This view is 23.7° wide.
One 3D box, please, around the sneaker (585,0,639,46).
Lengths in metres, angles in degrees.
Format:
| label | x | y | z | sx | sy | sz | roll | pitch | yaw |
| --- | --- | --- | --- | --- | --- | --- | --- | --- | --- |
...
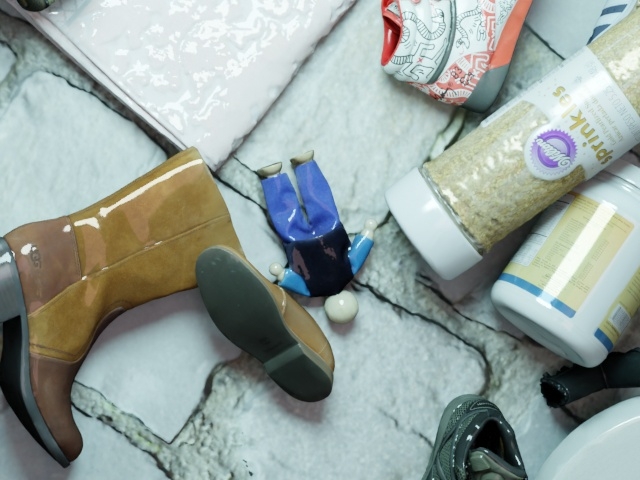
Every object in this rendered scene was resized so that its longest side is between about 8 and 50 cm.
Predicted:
| label | x | y | z | sx | sy | sz | roll | pitch | yaw |
| --- | --- | --- | --- | --- | --- | --- | --- | --- | --- |
| sneaker | 0.350 | -0.267 | 1.698 | 0.099 | 0.153 | 0.282 | 18 | 118 | -15 |

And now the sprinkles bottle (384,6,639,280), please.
| label | x | y | z | sx | sy | sz | roll | pitch | yaw |
| --- | --- | --- | --- | --- | --- | --- | --- | --- | --- |
| sprinkles bottle | 0.239 | -0.106 | 1.603 | 0.355 | 0.121 | 0.121 | -37 | 99 | 9 |

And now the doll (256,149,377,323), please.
| label | x | y | z | sx | sy | sz | roll | pitch | yaw |
| --- | --- | --- | --- | --- | --- | --- | --- | --- | --- |
| doll | 0.000 | 0.000 | 1.639 | 0.129 | 0.046 | 0.189 | -20 | 95 | -11 |

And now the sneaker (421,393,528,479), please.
| label | x | y | z | sx | sy | sz | roll | pitch | yaw |
| --- | --- | --- | --- | --- | --- | --- | --- | --- | --- |
| sneaker | 0.155 | 0.284 | 1.639 | 0.087 | 0.130 | 0.227 | 17 | 90 | -11 |

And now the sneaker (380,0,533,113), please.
| label | x | y | z | sx | sy | sz | roll | pitch | yaw |
| --- | --- | --- | --- | --- | --- | --- | --- | --- | --- |
| sneaker | 0.155 | -0.284 | 1.646 | 0.145 | 0.090 | 0.270 | 19 | 90 | -15 |

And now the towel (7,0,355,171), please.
| label | x | y | z | sx | sy | sz | roll | pitch | yaw |
| --- | --- | --- | --- | --- | --- | --- | --- | --- | --- |
| towel | -0.130 | -0.294 | 1.602 | 0.317 | 0.053 | 0.332 | 40 | 84 | -11 |

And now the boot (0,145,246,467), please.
| label | x | y | z | sx | sy | sz | roll | pitch | yaw |
| --- | --- | --- | --- | --- | --- | --- | --- | --- | --- |
| boot | -0.205 | 0.071 | 1.577 | 0.280 | 0.096 | 0.264 | -26 | 108 | -23 |

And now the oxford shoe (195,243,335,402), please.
| label | x | y | z | sx | sy | sz | roll | pitch | yaw |
| --- | --- | --- | --- | --- | --- | --- | --- | --- | --- |
| oxford shoe | -0.058 | 0.075 | 1.604 | 0.076 | 0.076 | 0.212 | -22 | 120 | 27 |

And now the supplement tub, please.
| label | x | y | z | sx | sy | sz | roll | pitch | yaw |
| --- | --- | --- | --- | --- | --- | --- | --- | --- | --- |
| supplement tub | 0.293 | 0.021 | 1.655 | 0.144 | 0.144 | 0.200 | 37 | 83 | -11 |

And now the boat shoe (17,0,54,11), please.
| label | x | y | z | sx | sy | sz | roll | pitch | yaw |
| --- | --- | --- | --- | --- | --- | --- | --- | --- | --- |
| boat shoe | -0.304 | -0.386 | 1.508 | 0.120 | 0.122 | 0.324 | -25 | 86 | -6 |

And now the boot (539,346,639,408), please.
| label | x | y | z | sx | sy | sz | roll | pitch | yaw |
| --- | --- | --- | --- | --- | --- | --- | --- | --- | --- |
| boot | 0.303 | 0.152 | 1.676 | 0.099 | 0.121 | 0.045 | -18 | 93 | -18 |

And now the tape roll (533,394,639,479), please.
| label | x | y | z | sx | sy | sz | roll | pitch | yaw |
| --- | --- | --- | --- | --- | --- | --- | --- | --- | --- |
| tape roll | 0.407 | 0.357 | 1.676 | 0.392 | 0.072 | 0.392 | 0 | 100 | 0 |
